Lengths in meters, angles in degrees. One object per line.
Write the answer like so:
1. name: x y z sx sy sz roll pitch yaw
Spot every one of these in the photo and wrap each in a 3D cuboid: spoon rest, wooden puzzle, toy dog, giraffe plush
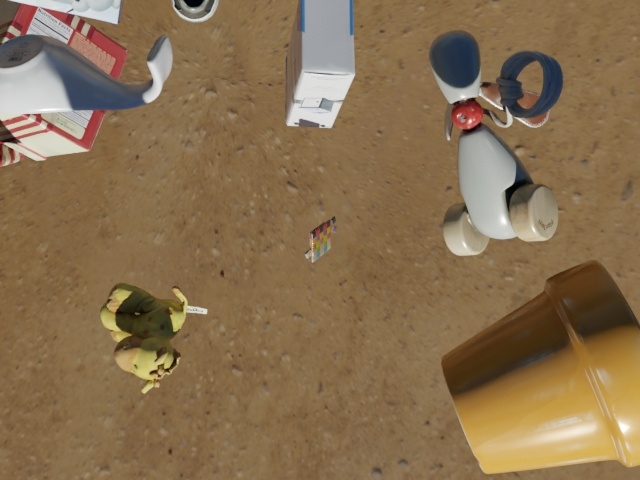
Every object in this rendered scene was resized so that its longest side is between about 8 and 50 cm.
1. spoon rest: -0.312 -0.208 0.994 0.276 0.137 0.084 3 142 18
2. wooden puzzle: 0.000 0.000 1.167 0.006 0.083 0.049 17 124 29
3. toy dog: 0.264 -0.140 1.161 0.161 0.220 0.334 -25 123 -48
4. giraffe plush: -0.339 0.201 1.539 0.210 0.170 0.181 -2 138 7

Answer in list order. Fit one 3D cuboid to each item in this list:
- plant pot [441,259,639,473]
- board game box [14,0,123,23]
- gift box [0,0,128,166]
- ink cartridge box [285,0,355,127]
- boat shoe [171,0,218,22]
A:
1. plant pot: 0.234 0.148 0.806 0.188 0.205 0.205 -23 104 10
2. board game box: -0.158 -0.183 0.463 0.090 0.020 0.090 10 108 -10
3. gift box: -0.559 -0.288 1.457 0.255 0.258 0.276 36 67 -39
4. ink cartridge box: -0.005 -0.273 1.199 0.082 0.191 0.140 1 75 -8
5. boat shoe: -0.140 -0.368 0.906 0.077 0.070 0.219 -1 94 -7
